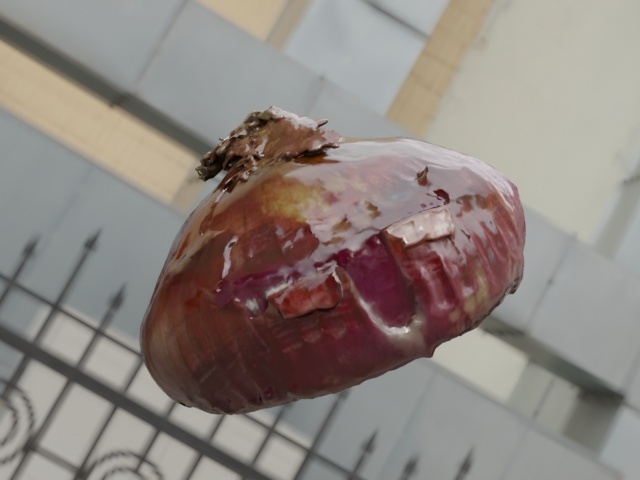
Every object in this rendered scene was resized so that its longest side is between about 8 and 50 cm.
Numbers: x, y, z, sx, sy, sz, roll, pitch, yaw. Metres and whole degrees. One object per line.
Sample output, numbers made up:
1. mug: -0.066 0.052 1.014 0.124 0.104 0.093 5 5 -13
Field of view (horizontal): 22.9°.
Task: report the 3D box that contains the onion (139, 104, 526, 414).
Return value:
1. onion: 0.000 0.000 0.890 0.230 0.230 0.163 160 -87 -77
